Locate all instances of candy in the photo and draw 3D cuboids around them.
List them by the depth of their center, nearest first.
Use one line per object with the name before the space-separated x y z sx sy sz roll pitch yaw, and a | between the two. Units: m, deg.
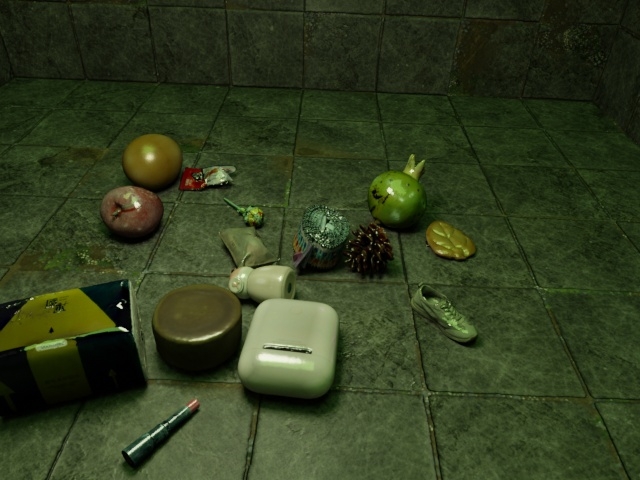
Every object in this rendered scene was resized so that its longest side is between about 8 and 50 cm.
candy | -0.352 -0.143 2.282 0.083 0.091 0.305 -26 38 -30

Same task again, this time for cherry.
cherry | -0.771 -0.116 2.105 0.236 0.213 0.285 38 19 4

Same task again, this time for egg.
egg | -0.777 -0.372 2.416 0.250 0.250 0.322 12 27 13

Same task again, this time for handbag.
handbag | -0.281 0.027 2.023 0.182 0.117 0.270 -8 36 -27

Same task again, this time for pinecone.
pinecone | 0.180 0.037 1.974 0.207 0.208 0.208 2 36 -1

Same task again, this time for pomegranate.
pomegranate | 0.341 -0.208 2.218 0.260 0.341 0.260 24 8 -4

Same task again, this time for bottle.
bottle | -0.217 0.156 1.830 0.236 0.148 0.148 5 36 16

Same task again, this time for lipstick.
lipstick | -0.426 0.511 1.406 0.053 0.054 0.234 25 41 28

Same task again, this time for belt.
belt | 0.000 0.000 2.041 0.206 0.161 0.295 17 36 -10

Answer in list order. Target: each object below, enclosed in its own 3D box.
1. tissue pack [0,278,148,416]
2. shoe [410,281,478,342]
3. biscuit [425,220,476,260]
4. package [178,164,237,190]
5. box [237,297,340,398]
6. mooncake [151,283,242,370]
tissue pack | -0.738 0.305 1.500 0.416 0.253 0.264 -11 38 -15
shoe | 0.427 0.246 1.777 0.103 0.098 0.275 -30 48 -31
biscuit | 0.537 -0.004 2.167 0.202 0.041 0.260 -6 39 -11
package | -0.543 -0.306 2.503 0.269 0.071 0.194 -9 34 7
box | -0.090 0.324 1.602 0.288 0.141 0.349 6 37 4
mooncake | -0.386 0.275 1.640 0.284 0.156 0.284 0 36 0
